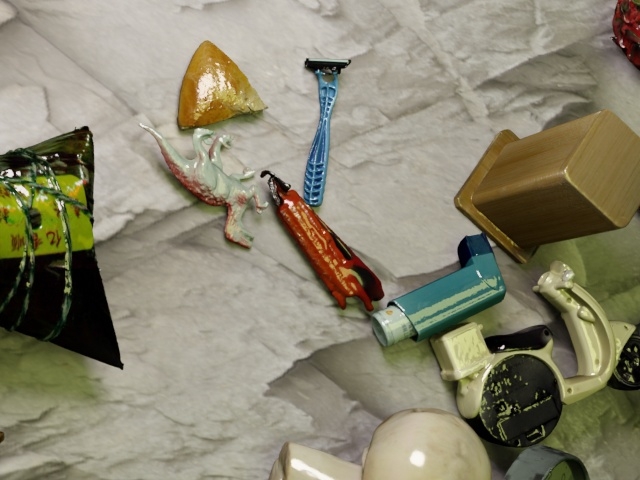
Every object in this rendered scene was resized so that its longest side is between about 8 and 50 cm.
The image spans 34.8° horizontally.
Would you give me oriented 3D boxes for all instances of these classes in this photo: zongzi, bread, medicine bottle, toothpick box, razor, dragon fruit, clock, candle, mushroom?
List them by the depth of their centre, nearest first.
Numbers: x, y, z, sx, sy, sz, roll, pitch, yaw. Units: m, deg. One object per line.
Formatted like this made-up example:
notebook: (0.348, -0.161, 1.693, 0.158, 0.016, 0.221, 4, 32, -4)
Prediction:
zongzi: (-0.427, 0.051, 1.419, 0.383, 0.319, 0.362, -22, 93, -42)
mushroom: (0.116, 0.428, 1.559, 0.353, 0.325, 0.353, -7, 114, -15)
bread: (-0.168, -0.257, 1.646, 0.154, 0.054, 0.136, -15, 88, -27)
candle: (0.000, 0.000, 1.693, 0.301, 0.059, 0.084, 53, 56, -13)
razor: (0.003, -0.181, 1.718, 0.082, 0.042, 0.253, 4, 83, 19)
clock: (0.371, 0.509, 1.723, 0.325, 0.067, 0.325, -11, 104, -53)
toothpick box: (0.407, -0.096, 1.745, 0.190, 0.308, 0.187, 41, 71, -13)
medicine bottle: (0.204, 0.091, 1.750, 0.258, 0.079, 0.124, -26, 64, -15)
clock: (0.401, 0.199, 1.812, 0.379, 0.120, 0.276, -26, 92, -20)
dragon fruit: (0.686, -0.408, 1.957, 0.293, 0.234, 0.234, 31, 74, -33)

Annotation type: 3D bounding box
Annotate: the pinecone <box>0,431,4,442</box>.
pinecone: (-0.520, 0.330, 1.386, 0.179, 0.150, 0.195, 15, 83, -28)

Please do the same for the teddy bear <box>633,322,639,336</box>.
teddy bear: (0.669, 0.243, 1.920, 0.171, 0.144, 0.251, -8, 79, -27)

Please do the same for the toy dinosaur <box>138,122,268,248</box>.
toy dinosaur: (-0.189, -0.101, 1.618, 0.242, 0.053, 0.167, 21, 84, -29)
